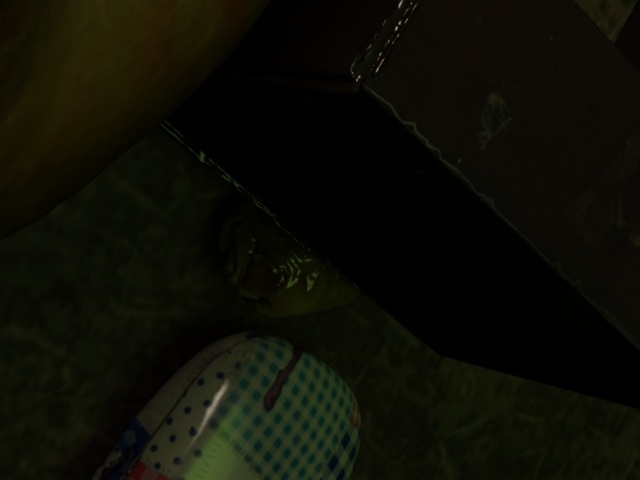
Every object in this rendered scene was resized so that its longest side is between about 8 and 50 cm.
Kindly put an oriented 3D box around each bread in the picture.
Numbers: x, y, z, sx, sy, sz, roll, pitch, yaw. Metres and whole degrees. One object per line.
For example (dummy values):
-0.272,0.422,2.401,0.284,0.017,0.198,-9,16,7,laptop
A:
0.000,0.000,0.834,0.110,0.060,0.066,-20,107,-33,bread

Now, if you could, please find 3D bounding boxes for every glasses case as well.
-0.095,0.191,0.830,0.327,0.076,0.125,-56,136,-5,glasses case

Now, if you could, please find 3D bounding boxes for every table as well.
0.104,-0.112,0.737,0.250,0.196,0.282,39,74,-31,table

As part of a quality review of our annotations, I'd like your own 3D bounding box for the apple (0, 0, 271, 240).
-0.149,-0.194,0.423,0.400,0.333,0.400,-52,167,-17,apple
